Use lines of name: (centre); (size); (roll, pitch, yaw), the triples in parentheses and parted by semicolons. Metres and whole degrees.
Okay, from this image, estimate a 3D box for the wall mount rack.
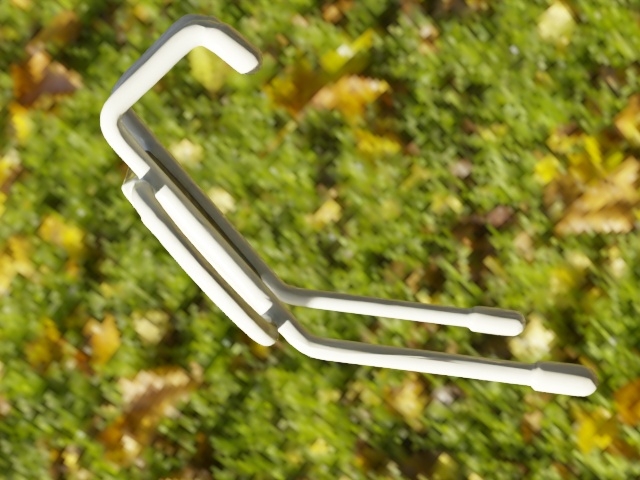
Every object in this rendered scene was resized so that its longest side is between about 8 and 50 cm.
wall mount rack: (0.000, 0.000, 1.148); (0.130, 0.304, 0.350); (-43, 9, 2)
